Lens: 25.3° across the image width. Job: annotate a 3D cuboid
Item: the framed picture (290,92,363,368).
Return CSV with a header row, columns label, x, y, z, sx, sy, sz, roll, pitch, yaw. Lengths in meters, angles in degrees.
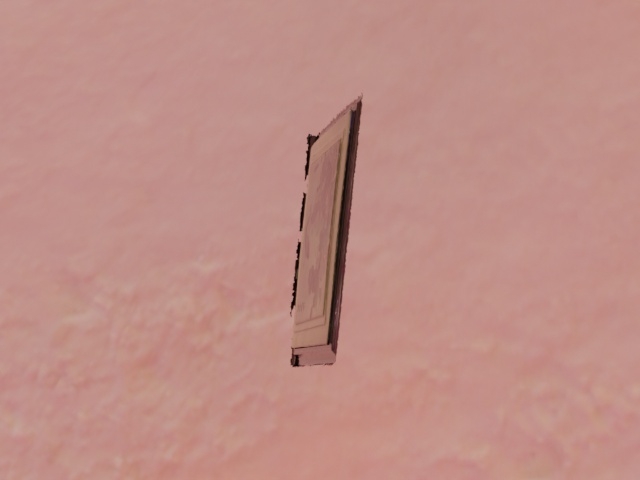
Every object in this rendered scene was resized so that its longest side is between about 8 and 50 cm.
label,x,y,z,sx,sy,sz,roll,pitch,yaw
framed picture,0.000,0.000,1.088,0.010,0.195,0.199,7,83,-9
